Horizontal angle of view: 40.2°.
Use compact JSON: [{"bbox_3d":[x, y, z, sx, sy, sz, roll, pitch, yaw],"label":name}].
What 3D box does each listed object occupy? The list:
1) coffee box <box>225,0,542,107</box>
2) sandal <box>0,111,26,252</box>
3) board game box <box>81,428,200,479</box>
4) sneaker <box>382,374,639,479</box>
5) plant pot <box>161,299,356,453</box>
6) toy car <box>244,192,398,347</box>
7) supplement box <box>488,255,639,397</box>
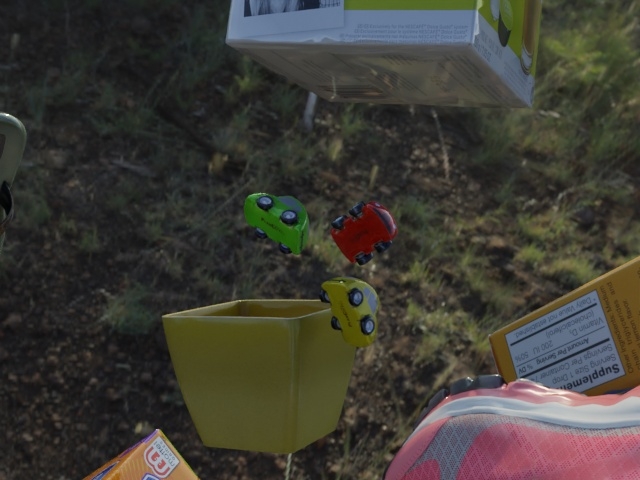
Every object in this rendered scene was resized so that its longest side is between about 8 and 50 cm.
[{"bbox_3d":[0.115,-0.388,1.224,0.338,0.334,0.338,6,-3,25],"label":"coffee box"},{"bbox_3d":[-0.563,-0.065,1.452,0.120,0.302,0.086,2,27,-40],"label":"sandal"},{"bbox_3d":[-0.334,0.582,1.321,0.356,0.356,0.356,52,27,-3],"label":"board game box"},{"bbox_3d":[0.127,0.146,0.446,0.116,0.314,0.136,48,50,-14],"label":"sneaker"},{"bbox_3d":[-0.072,0.186,1.226,0.212,0.187,0.212,-3,2,27],"label":"plant pot"},{"bbox_3d":[0.000,0.000,1.096,0.225,0.239,0.053,33,49,25],"label":"toy car"},{"bbox_3d":[0.221,0.052,0.557,0.078,0.233,0.080,7,62,-37],"label":"supplement box"}]
